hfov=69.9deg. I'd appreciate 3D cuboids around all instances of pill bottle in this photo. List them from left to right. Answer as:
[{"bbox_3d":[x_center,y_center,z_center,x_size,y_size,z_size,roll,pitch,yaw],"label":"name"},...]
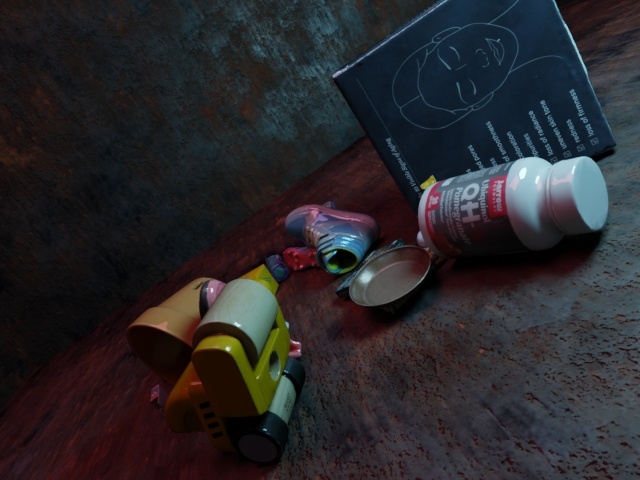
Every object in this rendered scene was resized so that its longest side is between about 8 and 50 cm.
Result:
[{"bbox_3d":[0.364,-0.061,0.896,0.176,0.176,0.318,-46,20,-31],"label":"pill bottle"}]

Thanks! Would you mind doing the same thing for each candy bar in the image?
[{"bbox_3d":[0.304,-0.082,1.111,0.040,0.161,0.018,-39,-7,25],"label":"candy bar"}]

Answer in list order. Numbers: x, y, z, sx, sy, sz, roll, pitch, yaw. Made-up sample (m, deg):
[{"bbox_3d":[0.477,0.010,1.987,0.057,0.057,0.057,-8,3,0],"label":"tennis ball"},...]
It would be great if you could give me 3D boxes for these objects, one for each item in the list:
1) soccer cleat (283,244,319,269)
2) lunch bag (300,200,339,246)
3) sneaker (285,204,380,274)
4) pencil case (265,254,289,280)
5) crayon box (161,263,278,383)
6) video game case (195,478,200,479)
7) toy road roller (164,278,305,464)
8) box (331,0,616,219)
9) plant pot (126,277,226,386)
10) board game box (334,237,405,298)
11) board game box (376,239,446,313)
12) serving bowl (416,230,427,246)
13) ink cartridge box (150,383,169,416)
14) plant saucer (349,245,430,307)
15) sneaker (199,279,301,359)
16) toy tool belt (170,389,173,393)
[{"bbox_3d":[-0.037,0.049,1.548,0.095,0.083,0.248,-28,11,-33],"label":"soccer cleat"},{"bbox_3d":[-0.002,-0.060,1.741,0.176,0.090,0.219,-35,16,11],"label":"lunch bag"},{"bbox_3d":[0.000,0.000,1.374,0.319,0.127,0.208,5,41,27],"label":"sneaker"},{"bbox_3d":[-0.155,0.096,1.645,0.151,0.064,0.070,-143,65,-71],"label":"pencil case"},{"bbox_3d":[-0.334,0.260,1.477,0.363,0.106,0.313,-29,18,19],"label":"crayon box"},{"bbox_3d":[-0.300,0.558,0.761,0.196,0.026,0.274,-33,18,7],"label":"video game case"},{"bbox_3d":[-0.183,0.249,0.862,0.240,0.329,0.202,-6,26,15],"label":"toy road roller"},{"bbox_3d":[0.367,-0.353,1.155,0.471,0.480,0.297,-27,17,23],"label":"box"},{"bbox_3d":[-0.295,0.231,1.142,0.291,0.291,0.203,-19,28,43],"label":"plant pot"},{"bbox_3d":[0.129,0.073,1.190,0.186,0.026,0.126,-44,7,-34],"label":"board game box"},{"bbox_3d":[0.214,0.069,1.088,0.259,0.030,0.136,-41,20,-18],"label":"board game box"},{"bbox_3d":[0.270,-0.020,1.124,0.083,0.027,0.083,-33,16,11],"label":"serving bowl"},{"bbox_3d":[-0.434,0.444,1.250,0.029,0.063,0.115,-37,17,-9],"label":"ink cartridge box"},{"bbox_3d":[0.159,0.087,1.023,0.198,0.036,0.198,-27,23,13],"label":"plant saucer"},{"bbox_3d":[-0.145,0.182,1.016,0.136,0.314,0.116,-19,40,16],"label":"sneaker"},{"bbox_3d":[-0.372,0.414,1.257,0.083,0.052,0.051,-43,-13,-34],"label":"toy tool belt"}]
